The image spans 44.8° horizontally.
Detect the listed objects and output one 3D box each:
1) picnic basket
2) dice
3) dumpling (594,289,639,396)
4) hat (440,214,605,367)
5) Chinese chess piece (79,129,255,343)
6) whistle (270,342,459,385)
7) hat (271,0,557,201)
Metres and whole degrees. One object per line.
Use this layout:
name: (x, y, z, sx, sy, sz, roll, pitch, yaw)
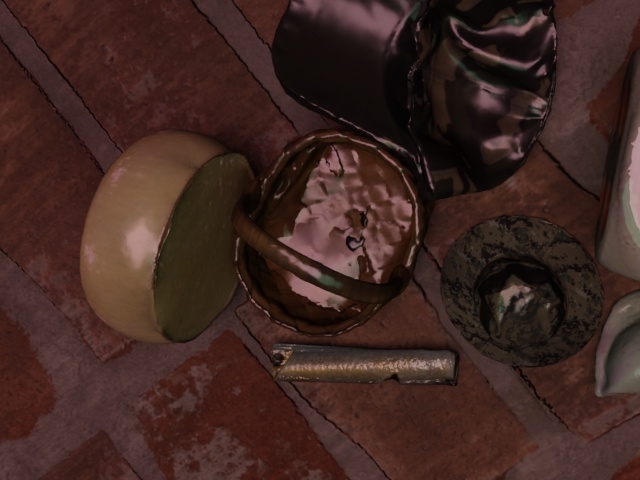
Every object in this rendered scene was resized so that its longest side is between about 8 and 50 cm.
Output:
picnic basket: (0.000, 0.000, 1.171, 0.293, 0.337, 0.337, 30, 105, 9)
dice: (0.545, -0.091, 1.032, 0.304, 0.277, 0.305, 10, 102, 16)
dumpling: (0.508, 0.164, 1.182, 0.216, 0.149, 0.105, -27, 125, 18)
hat: (0.309, 0.095, 1.202, 0.265, 0.128, 0.266, 3, 103, 13)
Chinese chess piece: (-0.226, -0.004, 1.218, 0.140, 0.338, 0.338, 18, 103, 19)
whistle: (0.071, 0.210, 1.319, 0.326, 0.057, 0.068, 0, 96, 15)
hat: (0.140, -0.272, 1.161, 0.381, 0.257, 0.366, 29, 97, 30)
